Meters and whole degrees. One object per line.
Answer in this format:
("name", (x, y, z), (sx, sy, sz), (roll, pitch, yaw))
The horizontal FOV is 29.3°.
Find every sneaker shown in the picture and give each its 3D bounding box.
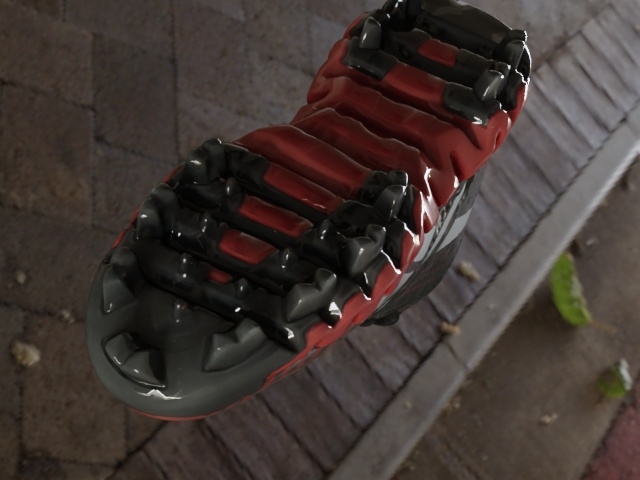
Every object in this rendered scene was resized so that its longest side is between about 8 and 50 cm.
("sneaker", (0.001, 0.000, 0.529), (0.098, 0.135, 0.276), (29, 44, 15))
